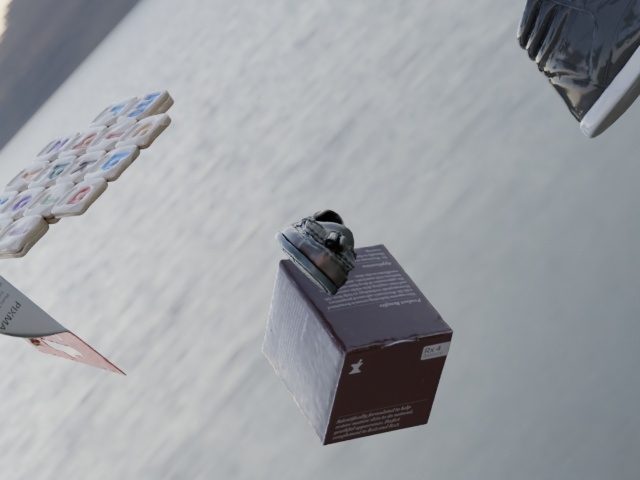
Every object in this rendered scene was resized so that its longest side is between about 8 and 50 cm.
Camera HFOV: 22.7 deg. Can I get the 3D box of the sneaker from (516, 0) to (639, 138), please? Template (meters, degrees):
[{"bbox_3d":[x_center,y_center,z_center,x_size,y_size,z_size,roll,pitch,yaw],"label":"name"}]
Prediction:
[{"bbox_3d":[0.289,-0.245,1.514,0.104,0.147,0.296,-31,-19,-48],"label":"sneaker"}]

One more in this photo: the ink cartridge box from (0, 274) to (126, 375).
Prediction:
[{"bbox_3d":[-0.319,0.070,1.501,0.189,0.232,0.066,8,56,53],"label":"ink cartridge box"}]

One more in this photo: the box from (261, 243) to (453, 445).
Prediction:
[{"bbox_3d":[0.044,0.136,2.134,0.203,0.168,0.167,54,142,43],"label":"box"}]

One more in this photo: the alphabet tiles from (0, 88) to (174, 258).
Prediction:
[{"bbox_3d":[-0.293,-0.076,1.863,0.278,0.021,0.284,-5,37,52],"label":"alphabet tiles"}]

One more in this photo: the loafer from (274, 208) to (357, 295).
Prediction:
[{"bbox_3d":[0.000,0.000,1.922,0.084,0.096,0.267,-45,8,-1],"label":"loafer"}]
